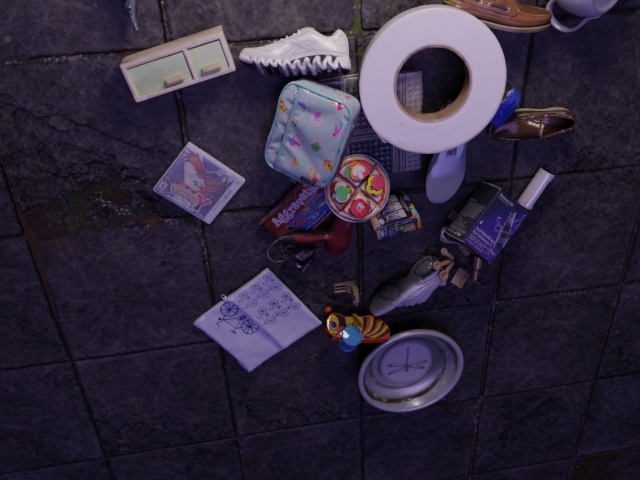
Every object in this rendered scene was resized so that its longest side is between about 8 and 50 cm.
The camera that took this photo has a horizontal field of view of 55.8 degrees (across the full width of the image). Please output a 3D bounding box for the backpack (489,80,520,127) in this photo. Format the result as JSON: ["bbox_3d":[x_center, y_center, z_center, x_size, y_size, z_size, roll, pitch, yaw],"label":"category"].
[{"bbox_3d":[0.514,-0.399,1.749,0.101,0.098,0.120,26,106,-47],"label":"backpack"}]

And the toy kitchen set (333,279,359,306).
[{"bbox_3d":[0.088,0.188,2.036,0.075,0.083,0.068,-7,122,-7],"label":"toy kitchen set"}]

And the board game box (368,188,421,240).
[{"bbox_3d":[0.215,-0.080,1.843,0.141,0.170,0.048,-17,125,1],"label":"board game box"}]

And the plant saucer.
[{"bbox_3d":[0.325,0.464,2.245,0.400,0.100,0.401,-5,123,-8],"label":"plant saucer"}]

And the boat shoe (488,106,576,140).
[{"bbox_3d":[0.636,-0.344,1.802,0.257,0.095,0.095,-14,123,-2],"label":"boat shoe"}]

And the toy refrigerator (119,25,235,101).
[{"bbox_3d":[-0.362,-0.451,1.546,0.269,0.094,0.102,-18,123,0],"label":"toy refrigerator"}]

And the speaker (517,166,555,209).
[{"bbox_3d":[0.696,-0.169,1.948,0.055,0.055,0.136,18,116,-21],"label":"speaker"}]

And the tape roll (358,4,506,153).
[{"bbox_3d":[0.293,-0.421,1.613,0.391,0.072,0.392,0,120,0],"label":"tape roll"}]

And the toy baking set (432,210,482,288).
[{"bbox_3d":[0.466,0.035,2.002,0.196,0.030,0.256,6,97,-30],"label":"toy baking set"}]

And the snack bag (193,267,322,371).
[{"bbox_3d":[-0.216,0.282,2.066,0.342,0.037,0.323,-34,122,11],"label":"snack bag"}]

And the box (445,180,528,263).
[{"bbox_3d":[0.528,-0.057,1.923,0.153,0.108,0.207,33,94,-27],"label":"box"}]

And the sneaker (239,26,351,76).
[{"bbox_3d":[-0.066,-0.495,1.584,0.292,0.110,0.118,0,94,-2],"label":"sneaker"}]

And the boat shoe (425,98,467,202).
[{"bbox_3d":[0.368,-0.266,1.796,0.113,0.105,0.306,0,115,-6],"label":"boat shoe"}]

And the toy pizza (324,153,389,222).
[{"bbox_3d":[0.111,-0.151,1.771,0.201,0.032,0.201,-2,101,-13],"label":"toy pizza"}]

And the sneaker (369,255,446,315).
[{"bbox_3d":[0.305,0.180,2.063,0.297,0.111,0.129,-32,127,10],"label":"sneaker"}]

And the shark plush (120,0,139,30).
[{"bbox_3d":[-0.478,-0.589,1.453,0.073,0.067,0.161,-2,122,-10],"label":"shark plush"}]

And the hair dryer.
[{"bbox_3d":[0.000,0.000,1.868,0.293,0.080,0.223,-42,147,12],"label":"hair dryer"}]

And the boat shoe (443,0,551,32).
[{"bbox_3d":[0.475,-0.616,1.593,0.307,0.111,0.105,-1,123,-11],"label":"boat shoe"}]

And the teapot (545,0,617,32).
[{"bbox_3d":[0.663,-0.699,1.543,0.252,0.187,0.256,15,103,-49],"label":"teapot"}]

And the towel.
[{"bbox_3d":[0.145,-0.336,1.750,0.312,0.056,0.324,-7,125,-3],"label":"towel"}]

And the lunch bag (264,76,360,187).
[{"bbox_3d":[-0.032,-0.290,1.658,0.224,0.108,0.279,25,120,6],"label":"lunch bag"}]

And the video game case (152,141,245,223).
[{"bbox_3d":[-0.354,-0.164,1.769,0.201,0.023,0.183,33,110,-26],"label":"video game case"}]

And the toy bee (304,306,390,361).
[{"bbox_3d":[0.082,0.295,2.062,0.298,0.162,0.195,-2,155,-34],"label":"toy bee"}]

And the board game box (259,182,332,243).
[{"bbox_3d":[-0.041,-0.106,1.842,0.145,0.027,0.281,34,117,-26],"label":"board game box"}]
